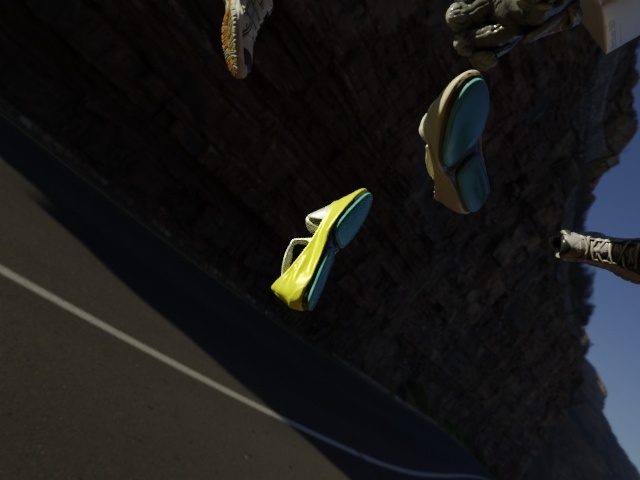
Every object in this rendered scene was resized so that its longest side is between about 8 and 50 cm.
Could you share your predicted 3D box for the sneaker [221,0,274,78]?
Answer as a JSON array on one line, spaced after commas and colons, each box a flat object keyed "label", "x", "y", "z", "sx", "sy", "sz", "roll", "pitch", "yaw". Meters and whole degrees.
[{"label": "sneaker", "x": -0.048, "y": -0.153, "z": 0.311, "sx": 0.032, "sy": 0.037, "sz": 0.083, "roll": 9, "pitch": -78, "yaw": 61}]

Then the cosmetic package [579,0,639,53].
[{"label": "cosmetic package", "x": 0.768, "y": -0.612, "z": 0.989, "sx": 0.197, "sy": 0.366, "sz": 0.155, "roll": 21, "pitch": 46, "yaw": -52}]

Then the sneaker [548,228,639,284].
[{"label": "sneaker", "x": 0.499, "y": 0.026, "z": 0.807, "sx": 0.132, "sy": 0.086, "sz": 0.229, "roll": 6, "pitch": 5, "yaw": -16}]

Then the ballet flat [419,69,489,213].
[{"label": "ballet flat", "x": 0.164, "y": -0.120, "z": 0.583, "sx": 0.086, "sy": 0.086, "sz": 0.248, "roll": 46, "pitch": -8, "yaw": 36}]

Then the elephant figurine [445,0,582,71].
[{"label": "elephant figurine", "x": 0.347, "y": -0.389, "z": 0.745, "sx": 0.169, "sy": 0.186, "sz": 0.239, "roll": 35, "pitch": -27, "yaw": -30}]

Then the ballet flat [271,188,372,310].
[{"label": "ballet flat", "x": 0.000, "y": 0.000, "z": 0.698, "sx": 0.077, "sy": 0.231, "sz": 0.077, "roll": 20, "pitch": -27, "yaw": 22}]
